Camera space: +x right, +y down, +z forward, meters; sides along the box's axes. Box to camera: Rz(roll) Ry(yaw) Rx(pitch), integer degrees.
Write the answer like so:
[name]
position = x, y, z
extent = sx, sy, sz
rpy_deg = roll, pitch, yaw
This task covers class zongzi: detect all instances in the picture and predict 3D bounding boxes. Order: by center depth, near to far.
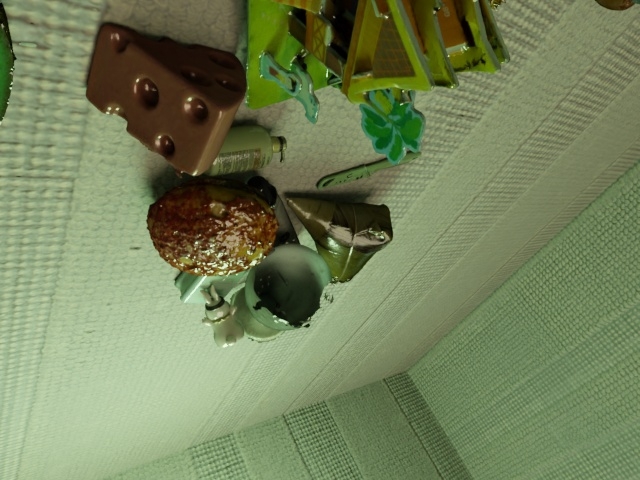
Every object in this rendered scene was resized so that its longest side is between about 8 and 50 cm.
[zongzi]
position = 0.000, 0.000, 1.210
extent = 0.299, 0.145, 0.274
rpy_deg = 10, 140, -26

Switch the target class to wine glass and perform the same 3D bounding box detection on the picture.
[wine glass]
position = -0.104, 0.133, 1.142
extent = 0.190, 0.191, 0.357
rpy_deg = -16, 170, -26

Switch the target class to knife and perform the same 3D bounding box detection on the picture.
[knife]
position = 0.122, -0.169, 1.149
extent = 0.292, 0.020, 0.043
rpy_deg = -19, 150, -22

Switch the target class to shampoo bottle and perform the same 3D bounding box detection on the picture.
[shampoo bottle]
position = -0.134, -0.163, 0.850
extent = 0.161, 0.079, 0.079
rpy_deg = -15, 147, -28

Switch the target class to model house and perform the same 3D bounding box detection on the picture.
[model house]
position = 0.063, -0.249, 0.655
extent = 0.242, 0.313, 0.358
rpy_deg = -23, 151, -26

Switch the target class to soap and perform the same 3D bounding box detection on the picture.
[soap]
position = -0.236, 0.063, 1.115
extent = 0.119, 0.067, 0.198
rpy_deg = 11, 130, -48

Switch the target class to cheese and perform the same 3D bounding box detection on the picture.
[cheese]
position = -0.193, -0.209, 0.703
extent = 0.128, 0.202, 0.177
rpy_deg = -58, 173, 33

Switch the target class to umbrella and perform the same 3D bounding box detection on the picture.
[umbrella]
position = -0.100, -0.037, 1.084
extent = 0.067, 0.073, 0.337
rpy_deg = -25, 150, -3

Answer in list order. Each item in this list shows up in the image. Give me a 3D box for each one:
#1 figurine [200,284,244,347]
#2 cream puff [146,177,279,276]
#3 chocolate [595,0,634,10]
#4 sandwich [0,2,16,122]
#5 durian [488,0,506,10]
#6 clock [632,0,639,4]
[figurine]
position = -0.244, 0.176, 1.127
extent = 0.081, 0.146, 0.098
rpy_deg = -28, -174, -31
[cream puff]
position = -0.193, -0.017, 0.888
extent = 0.239, 0.164, 0.240
rpy_deg = -7, 152, -4
[chocolate]
position = 0.598, -0.523, 0.943
extent = 0.127, 0.124, 0.133
rpy_deg = -8, 171, 38
[sandwich]
position = -0.440, -0.175, 0.544
extent = 0.159, 0.079, 0.235
rpy_deg = -3, 140, -36
[durian]
position = 0.249, -0.430, 0.721
extent = 0.137, 0.167, 0.158
rpy_deg = 109, 7, -68
[clock]
position = 0.652, -0.587, 0.845
extent = 0.318, 0.066, 0.319
rpy_deg = -19, 126, -28
